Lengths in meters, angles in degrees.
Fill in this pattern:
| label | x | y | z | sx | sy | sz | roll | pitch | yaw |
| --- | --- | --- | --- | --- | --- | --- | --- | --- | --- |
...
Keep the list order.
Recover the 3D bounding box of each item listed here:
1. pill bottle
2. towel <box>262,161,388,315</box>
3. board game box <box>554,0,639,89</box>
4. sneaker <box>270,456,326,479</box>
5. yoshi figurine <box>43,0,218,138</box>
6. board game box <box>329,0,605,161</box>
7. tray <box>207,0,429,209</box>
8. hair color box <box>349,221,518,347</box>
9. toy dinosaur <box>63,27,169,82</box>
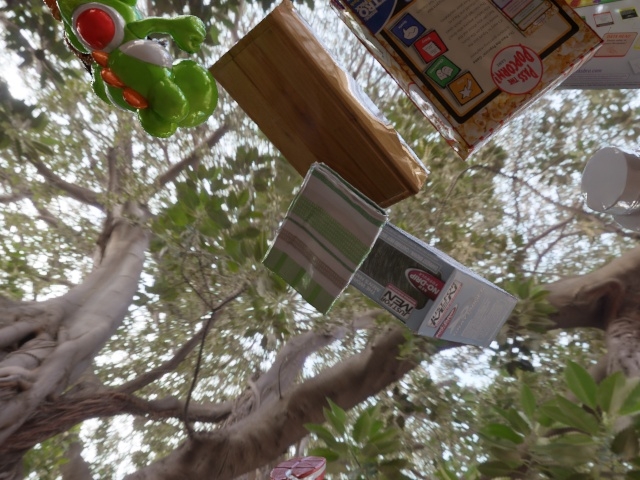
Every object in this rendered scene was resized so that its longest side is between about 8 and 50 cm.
| label | x | y | z | sx | sy | sz | roll | pitch | yaw |
| --- | --- | --- | --- | --- | --- | --- | --- | --- | --- |
| pill bottle | 0.424 | -0.059 | 0.809 | 0.193 | 0.108 | 0.108 | 8 | -96 | -18 |
| towel | 0.000 | 0.000 | 0.772 | 0.113 | 0.023 | 0.152 | 40 | -63 | 19 |
| board game box | 0.306 | -0.266 | 0.631 | 0.242 | 0.317 | 0.064 | 0 | -115 | 1 |
| sneaker | -0.044 | 0.460 | 1.128 | 0.087 | 0.221 | 0.128 | -7 | -89 | 24 |
| yoshi figurine | -0.289 | -0.303 | 1.073 | 0.203 | 0.204 | 0.362 | -25 | -112 | -22 |
| board game box | 0.122 | -0.190 | 0.579 | 0.146 | 0.045 | 0.193 | -38 | -99 | -1 |
| tray | -0.004 | -0.221 | 1.241 | 0.411 | 0.202 | 0.076 | 47 | -131 | -18 |
| hair color box | 0.184 | 0.074 | 1.106 | 0.185 | 0.374 | 0.114 | 34 | -83 | 31 |
| toy dinosaur | -0.422 | -0.374 | 1.254 | 0.164 | 0.218 | 0.322 | -9 | -117 | 21 |
